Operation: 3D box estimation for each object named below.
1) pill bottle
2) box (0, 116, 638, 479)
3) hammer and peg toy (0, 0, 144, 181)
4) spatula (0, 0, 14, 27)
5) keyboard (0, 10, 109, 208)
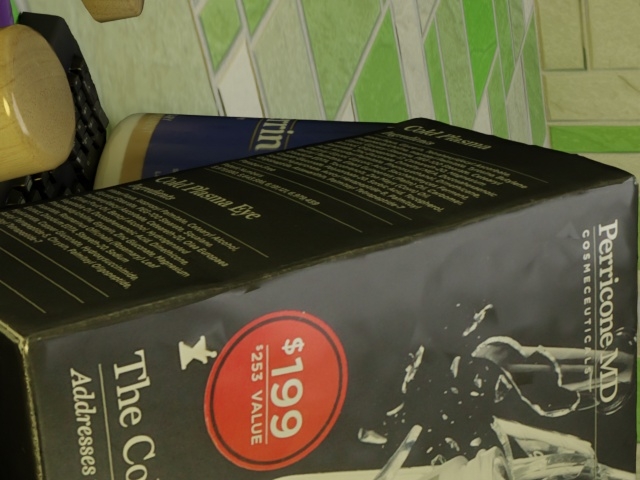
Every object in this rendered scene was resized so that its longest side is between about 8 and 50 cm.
[{"bbox_3d":[0.000,0.000,0.925,0.153,0.264,0.153,3,90,-83],"label":"pill bottle"},{"bbox_3d":[-0.016,0.141,0.720,0.312,0.179,0.343,-15,112,-31],"label":"box"},{"bbox_3d":[-0.120,-0.218,0.584,0.266,0.127,0.361,63,22,-58],"label":"hammer and peg toy"},{"bbox_3d":[-0.187,-0.158,0.634,0.296,0.030,0.084,69,27,-52],"label":"spatula"},{"bbox_3d":[-0.182,0.008,0.776,0.201,0.033,0.317,65,30,-53],"label":"keyboard"}]
